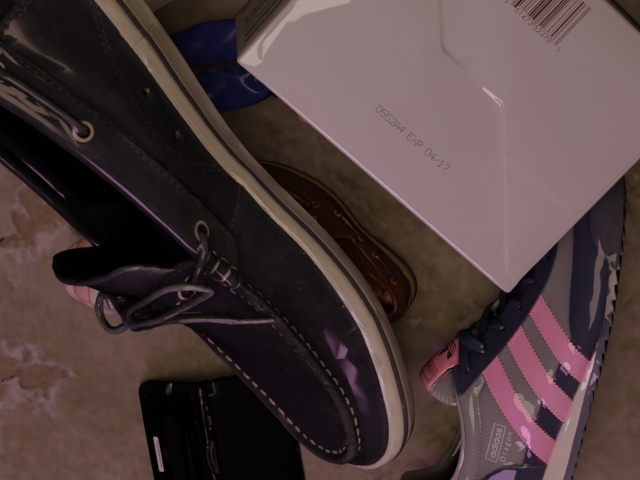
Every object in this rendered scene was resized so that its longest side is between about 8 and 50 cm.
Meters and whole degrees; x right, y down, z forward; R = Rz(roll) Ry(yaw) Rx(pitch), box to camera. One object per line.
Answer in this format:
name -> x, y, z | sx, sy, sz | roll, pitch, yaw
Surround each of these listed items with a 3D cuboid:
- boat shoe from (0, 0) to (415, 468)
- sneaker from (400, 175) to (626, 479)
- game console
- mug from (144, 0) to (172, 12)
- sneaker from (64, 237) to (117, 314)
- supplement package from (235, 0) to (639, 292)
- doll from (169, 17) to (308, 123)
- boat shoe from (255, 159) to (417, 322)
boat shoe -> -0.112, 0.000, 1.332 | 0.156, 0.187, 0.500 | -49, 115, -26
sneaker -> 0.148, 0.083, 1.397 | 0.131, 0.112, 0.319 | 13, 102, 1
game console -> -0.081, 0.166, 1.494 | 0.107, 0.071, 0.122 | -2, 102, 38
mug -> -0.161, -0.255, 1.355 | 0.113, 0.150, 0.169 | -30, 92, -18
sneaker -> -0.163, -0.007, 1.449 | 0.051, 0.070, 0.134 | 32, 75, -36
supplement package -> 0.101, -0.136, 1.313 | 0.262, 0.145, 0.204 | 40, 103, -16
doll -> -0.034, -0.151, 1.405 | 0.189, 0.046, 0.129 | -11, 101, 10
boat shoe -> 0.000, 0.001, 1.424 | 0.178, 0.060, 0.064 | 38, 104, -2
